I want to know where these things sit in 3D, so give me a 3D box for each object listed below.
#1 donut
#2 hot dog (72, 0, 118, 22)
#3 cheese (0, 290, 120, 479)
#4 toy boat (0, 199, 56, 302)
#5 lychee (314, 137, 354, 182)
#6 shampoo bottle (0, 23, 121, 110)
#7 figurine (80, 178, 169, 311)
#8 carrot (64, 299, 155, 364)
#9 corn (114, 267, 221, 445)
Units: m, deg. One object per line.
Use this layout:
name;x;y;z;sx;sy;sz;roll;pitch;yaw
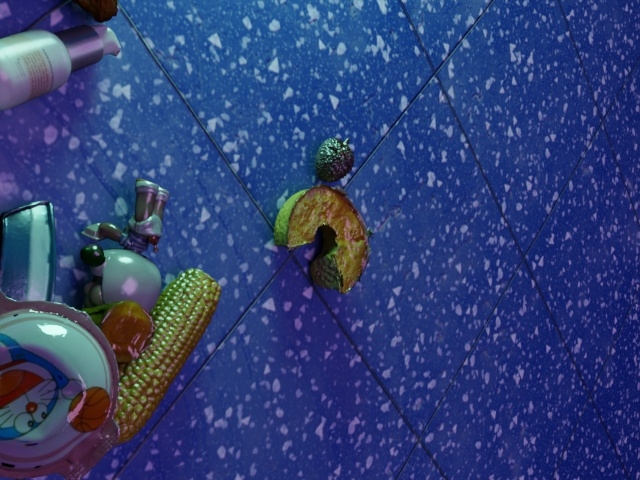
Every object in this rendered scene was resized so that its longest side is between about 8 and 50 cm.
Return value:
donut;0.003;-0.011;1.225;0.181;0.078;0.146;40;64;-31
hot dog;-0.295;-0.327;0.911;0.065;0.099;0.147;-37;128;15
cheese;-0.327;0.126;0.788;0.189;0.074;0.286;-43;91;-15
toy boat;-0.351;0.097;0.868;0.062;0.096;0.299;11;83;-36
lychee;0.025;-0.131;1.242;0.083;0.068;0.067;-53;127;-7
shampoo bottle;-0.320;-0.213;0.895;0.192;0.074;0.074;-42;120;-45
figurine;-0.246;0.022;0.972;0.147;0.094;0.196;33;60;-64
carrot;-0.270;0.120;0.890;0.082;0.173;0.082;19;63;-43
corn;-0.220;0.148;1.002;0.091;0.091;0.260;51;54;-30
